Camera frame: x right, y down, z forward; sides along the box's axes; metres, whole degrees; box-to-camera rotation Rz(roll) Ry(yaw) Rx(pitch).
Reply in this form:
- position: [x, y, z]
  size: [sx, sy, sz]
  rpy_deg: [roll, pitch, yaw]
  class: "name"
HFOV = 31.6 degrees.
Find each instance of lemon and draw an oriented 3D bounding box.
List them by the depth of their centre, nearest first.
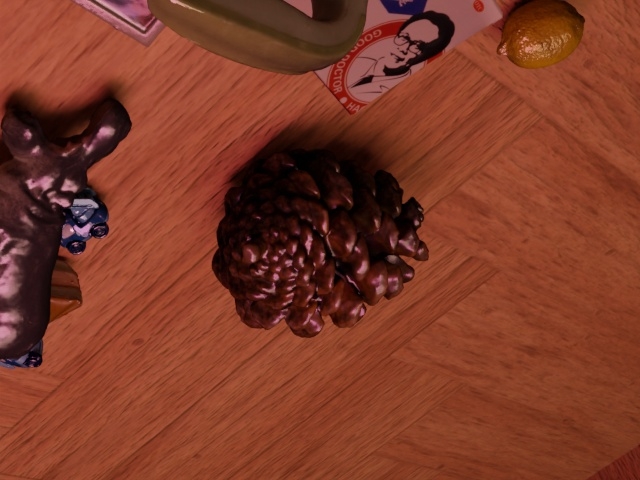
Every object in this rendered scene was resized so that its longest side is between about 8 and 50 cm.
- position: [0.263, -0.249, 1.370]
  size: [0.111, 0.082, 0.082]
  rpy_deg: [-20, 145, 2]
  class: "lemon"

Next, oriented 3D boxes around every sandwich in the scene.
- position: [-0.382, 0.040, 1.380]
  size: [0.113, 0.079, 0.163]
  rpy_deg: [-26, 143, 5]
  class: "sandwich"

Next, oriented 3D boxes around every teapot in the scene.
- position: [-0.024, -0.309, 0.903]
  size: [0.239, 0.321, 0.239]
  rpy_deg: [26, 123, -40]
  class: "teapot"

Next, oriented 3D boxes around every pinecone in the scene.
- position: [0.000, 0.000, 1.426]
  size: [0.309, 0.244, 0.244]
  rpy_deg: [-4, 142, -44]
  class: "pinecone"

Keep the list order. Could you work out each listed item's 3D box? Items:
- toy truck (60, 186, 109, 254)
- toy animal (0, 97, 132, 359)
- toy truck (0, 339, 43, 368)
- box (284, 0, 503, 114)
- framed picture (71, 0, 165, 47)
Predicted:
- position: [-0.301, -0.035, 1.356]
  size: [0.073, 0.056, 0.090]
  rpy_deg: [-34, 130, 7]
  class: "toy truck"
- position: [-0.341, -0.018, 1.249]
  size: [0.168, 0.106, 0.343]
  rpy_deg: [19, 106, -28]
  class: "toy animal"
- position: [-0.423, 0.125, 1.487]
  size: [0.074, 0.063, 0.136]
  rpy_deg: [-14, 145, 20]
  class: "toy truck"
- position: [0.037, -0.294, 1.199]
  size: [0.214, 0.069, 0.353]
  rpy_deg: [-32, 146, 11]
  class: "box"
- position: [-0.208, -0.303, 1.031]
  size: [0.250, 0.016, 0.184]
  rpy_deg: [31, 121, -30]
  class: "framed picture"
